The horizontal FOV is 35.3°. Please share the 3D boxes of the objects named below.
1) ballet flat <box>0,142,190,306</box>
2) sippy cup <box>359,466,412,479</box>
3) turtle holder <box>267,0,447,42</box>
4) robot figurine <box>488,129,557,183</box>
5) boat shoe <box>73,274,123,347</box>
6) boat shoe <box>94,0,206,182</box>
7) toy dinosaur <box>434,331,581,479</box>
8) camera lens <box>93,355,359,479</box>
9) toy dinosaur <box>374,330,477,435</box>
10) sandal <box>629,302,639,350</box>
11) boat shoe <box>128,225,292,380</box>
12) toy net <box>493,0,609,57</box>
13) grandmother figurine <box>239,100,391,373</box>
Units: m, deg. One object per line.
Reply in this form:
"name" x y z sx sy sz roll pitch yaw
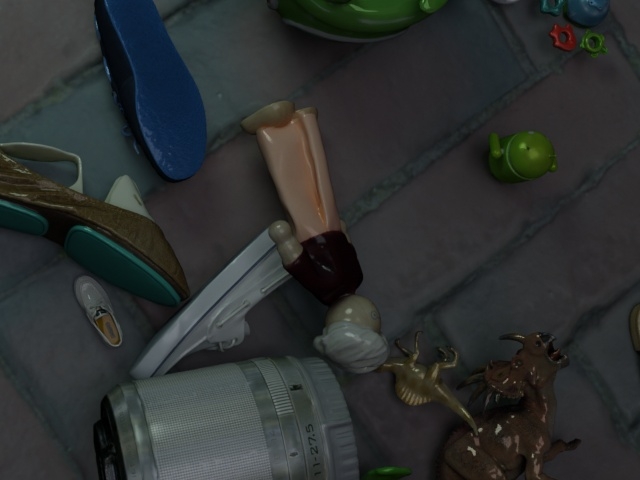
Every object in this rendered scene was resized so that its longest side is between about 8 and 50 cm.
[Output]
"ballet flat" -0.297 -0.041 1.205 0.342 0.116 0.124 24 61 -11
"sippy cup" 0.111 0.434 1.186 0.305 0.224 0.240 49 42 9
"turtle holder" 0.064 -0.374 1.264 0.320 0.227 0.243 -29 95 -18
"robot figurine" 0.274 -0.113 1.372 0.101 0.115 0.067 13 84 -16
"boat shoe" -0.270 0.087 1.230 0.035 0.035 0.100 -26 95 -17
"boat shoe" -0.209 -0.194 1.245 0.109 0.089 0.258 -12 85 -31
"toy dinosaur" 0.229 0.268 1.339 0.295 0.127 0.200 -43 92 -3
"camera lens" -0.116 0.256 1.173 0.274 0.219 0.219 -9 89 -18
"toy dinosaur" 0.146 0.183 1.340 0.183 0.053 0.093 30 76 13
"sandal" 0.518 0.204 1.449 0.088 0.079 0.240 -20 93 -17
"boat shoe" -0.123 0.094 1.246 0.084 0.095 0.258 47 76 -6
"toy net" 0.311 -0.341 1.438 0.232 0.045 0.122 15 84 -14
"grandmother figurine" 0.000 0.000 1.240 0.207 0.104 0.342 -8 75 -56
